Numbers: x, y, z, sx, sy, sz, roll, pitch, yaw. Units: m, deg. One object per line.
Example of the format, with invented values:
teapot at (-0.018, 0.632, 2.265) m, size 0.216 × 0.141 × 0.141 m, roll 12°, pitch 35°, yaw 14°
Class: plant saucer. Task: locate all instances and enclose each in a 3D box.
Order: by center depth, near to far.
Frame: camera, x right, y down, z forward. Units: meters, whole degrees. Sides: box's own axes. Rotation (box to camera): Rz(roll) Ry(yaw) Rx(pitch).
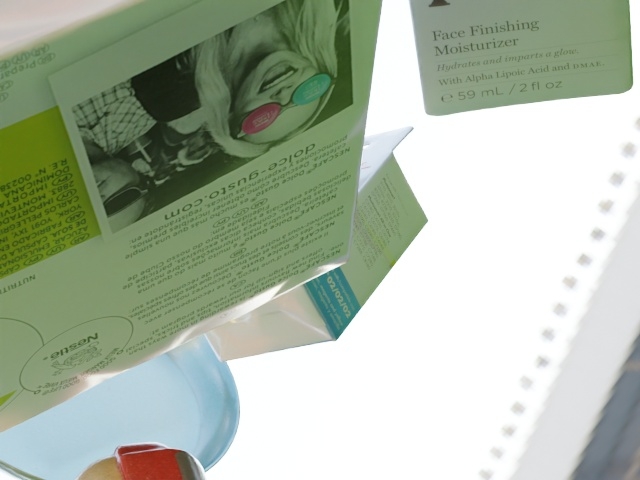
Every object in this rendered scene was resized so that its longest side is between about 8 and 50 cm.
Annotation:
plant saucer at (-0.229, 0.128, 1.607) m, size 0.317 × 0.317 × 0.044 m, roll -11°, pitch -43°, yaw -45°

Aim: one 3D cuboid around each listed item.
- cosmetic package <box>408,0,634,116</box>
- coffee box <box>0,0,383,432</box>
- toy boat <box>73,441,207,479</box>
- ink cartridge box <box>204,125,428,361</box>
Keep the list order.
cosmetic package at (0.131, -0.209, 1.219) m, size 0.151 × 0.151 × 0.184 m, roll -8°, pitch -46°, yaw 6°
coffee box at (-0.201, -0.120, 0.903) m, size 0.338 × 0.337 × 0.334 m, roll -27°, pitch -25°, yaw -17°
toy boat at (-0.032, 0.202, 0.876) m, size 0.151 × 0.151 × 0.231 m, roll -16°, pitch -61°, yaw -9°
ink cartridge box at (0.000, 0.000, 1.186) m, size 0.181 × 0.104 × 0.061 m, roll -50°, pitch -61°, yaw -45°
